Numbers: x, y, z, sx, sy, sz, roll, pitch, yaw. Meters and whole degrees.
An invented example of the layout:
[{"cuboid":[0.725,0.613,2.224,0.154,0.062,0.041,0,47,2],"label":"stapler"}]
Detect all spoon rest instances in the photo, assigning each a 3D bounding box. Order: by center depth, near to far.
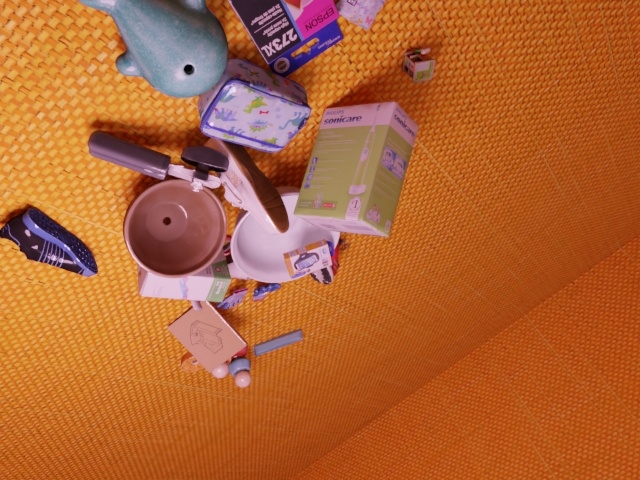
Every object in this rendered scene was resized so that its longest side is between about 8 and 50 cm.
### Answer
[{"cuboid":[-0.262,0.097,1.460,0.277,0.084,0.137,-33,169,-4],"label":"spoon rest"}]

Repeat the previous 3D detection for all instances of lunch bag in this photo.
[{"cuboid":[0.079,-0.486,1.032,0.083,0.053,0.071,17,122,-32],"label":"lunch bag"},{"cuboid":[-0.143,-0.280,1.085,0.219,0.090,0.176,11,144,-38],"label":"lunch bag"}]

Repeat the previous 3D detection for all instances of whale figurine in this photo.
[{"cuboid":[-0.281,-0.363,0.879,0.216,0.141,0.272,-38,140,13],"label":"whale figurine"}]

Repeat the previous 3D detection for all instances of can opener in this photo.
[{"cuboid":[-0.341,-0.174,1.068,0.281,0.093,0.074,14,165,-18],"label":"can opener"}]

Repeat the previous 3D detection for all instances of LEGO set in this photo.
[{"cuboid":[0.060,0.012,1.615,0.054,0.023,0.083,-30,155,6],"label":"LEGO set"}]

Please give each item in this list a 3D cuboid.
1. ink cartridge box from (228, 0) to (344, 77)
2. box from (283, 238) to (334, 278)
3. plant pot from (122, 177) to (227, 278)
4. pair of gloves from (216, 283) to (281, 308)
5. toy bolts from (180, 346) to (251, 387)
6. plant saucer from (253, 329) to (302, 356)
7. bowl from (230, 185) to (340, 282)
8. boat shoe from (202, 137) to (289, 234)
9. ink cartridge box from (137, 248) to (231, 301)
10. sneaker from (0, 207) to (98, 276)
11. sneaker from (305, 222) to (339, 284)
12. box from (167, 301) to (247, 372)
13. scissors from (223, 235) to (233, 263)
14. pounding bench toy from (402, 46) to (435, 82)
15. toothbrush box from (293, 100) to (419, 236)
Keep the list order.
[{"cuboid":[-0.083,-0.470,0.947,0.176,0.069,0.371,-32,144,5],"label":"ink cartridge box"},{"cuboid":[-0.026,0.048,1.344,0.136,0.028,0.081,-19,133,-5],"label":"box"},{"cuboid":[-0.353,-0.036,1.197,0.238,0.110,0.237,-9,107,-30],"label":"plant pot"},{"cuboid":[-0.224,0.175,1.569,0.198,0.023,0.159,-12,161,-29],"label":"pair of gloves"},{"cuboid":[-0.348,0.445,1.739,0.218,0.158,0.229,-44,139,19],"label":"toy bolts"},{"cuboid":[-0.162,0.387,1.903,0.192,0.018,0.067,-18,141,-14],"label":"plant saucer"},{"cuboid":[-0.107,-0.038,1.345,0.298,0.134,0.297,-13,132,-14],"label":"bowl"},{"cuboid":[-0.178,-0.120,1.163,0.096,0.277,0.098,-33,-179,25],"label":"boat shoe"},{"cuboid":[-0.356,0.071,1.299,0.213,0.154,0.093,7,127,-28],"label":"ink cartridge box"},{"cuboid":[-0.624,0.020,1.162,0.091,0.081,0.232,-28,135,4],"label":"sneaker"},{"cuboid":[0.000,0.000,1.511,0.118,0.108,0.278,-52,143,-43],"label":"sneaker"},{"cuboid":[-0.356,0.300,1.579,0.164,0.021,0.201,-38,100,11],"label":"box"},{"cuboid":[-0.359,0.076,1.426,0.297,0.021,0.109,-29,144,-2],"label":"scissors"},{"cuboid":[0.231,-0.427,1.179,0.052,0.065,0.083,-16,140,-14],"label":"pounding bench toy"},{"cuboid":[0.083,-0.165,1.169,0.122,0.206,0.282,26,75,-47],"label":"toothbrush box"}]
